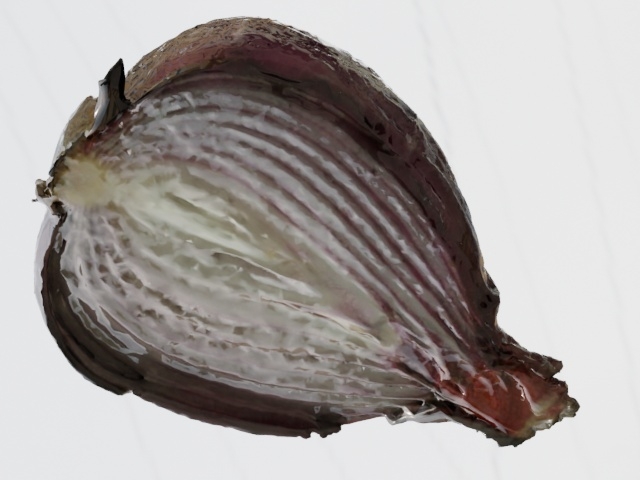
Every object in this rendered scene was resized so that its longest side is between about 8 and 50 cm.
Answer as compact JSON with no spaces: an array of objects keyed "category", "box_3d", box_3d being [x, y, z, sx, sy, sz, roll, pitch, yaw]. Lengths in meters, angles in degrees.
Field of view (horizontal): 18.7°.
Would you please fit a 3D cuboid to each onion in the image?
[{"category":"onion","box_3d":[0.000,0.000,1.206,0.348,0.267,0.159,30,-144,-12]}]
